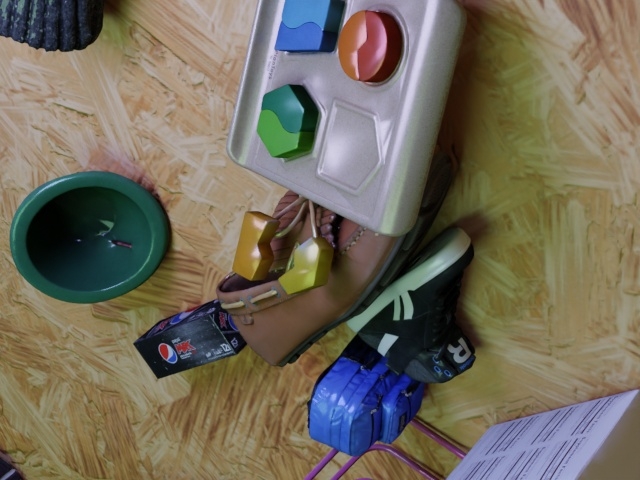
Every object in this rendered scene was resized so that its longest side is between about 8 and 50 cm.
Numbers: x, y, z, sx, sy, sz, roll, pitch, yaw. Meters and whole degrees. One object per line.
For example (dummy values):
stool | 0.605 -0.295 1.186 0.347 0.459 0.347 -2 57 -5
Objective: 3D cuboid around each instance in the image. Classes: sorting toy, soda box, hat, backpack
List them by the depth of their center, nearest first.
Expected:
sorting toy | 0.000 -0.091 1.263 0.229 0.041 0.307 26 109 40
backpack | 0.046 0.166 1.495 0.101 0.120 0.098 22 133 28
soda box | -0.147 0.114 1.673 0.169 0.053 0.060 -21 105 47
hat | -0.287 -0.038 1.699 0.209 0.183 0.173 -22 120 5

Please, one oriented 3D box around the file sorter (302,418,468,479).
file sorter | 0.066 0.360 1.575 0.182 0.202 0.290 33 138 21

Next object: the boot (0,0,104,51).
boot | -0.342 -0.364 1.402 0.348 0.131 0.260 39 139 9

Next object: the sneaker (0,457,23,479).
sneaker | -0.509 0.456 2.228 0.162 0.106 0.281 -12 113 49

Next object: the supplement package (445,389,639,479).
supplement package | 0.254 0.279 1.380 0.203 0.149 0.194 -23 104 48

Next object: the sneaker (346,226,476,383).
sneaker | 0.122 0.072 1.396 0.121 0.079 0.217 45 148 -1

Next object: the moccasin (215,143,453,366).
moccasin | 0.002 -0.002 1.401 0.147 0.139 0.380 40 149 -5
